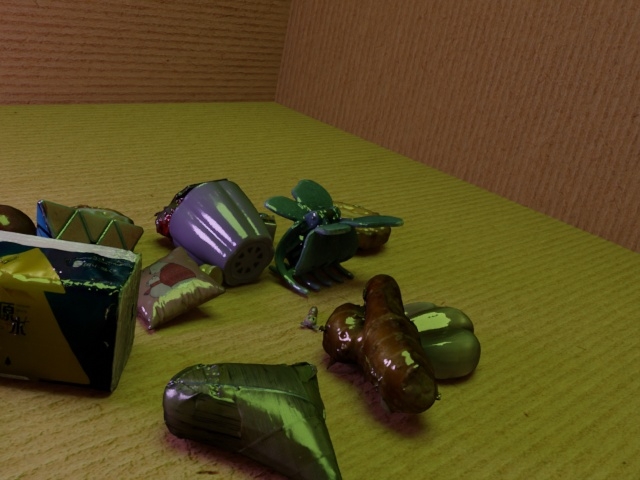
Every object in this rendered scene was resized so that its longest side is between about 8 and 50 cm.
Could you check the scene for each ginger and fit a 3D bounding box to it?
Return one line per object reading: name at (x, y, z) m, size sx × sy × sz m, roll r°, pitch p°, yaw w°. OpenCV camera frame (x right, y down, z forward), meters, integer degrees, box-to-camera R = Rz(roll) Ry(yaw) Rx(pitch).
ginger at (0.132, 0.268, 1.760) m, size 0.176 × 0.254 × 0.418 m, roll 47°, pitch 11°, yaw -38°

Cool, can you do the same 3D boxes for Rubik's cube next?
Rubik's cube at (-0.616, 0.035, 1.888) m, size 0.228 × 0.228 × 0.233 m, roll 26°, pitch 6°, yaw -4°

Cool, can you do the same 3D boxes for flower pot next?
flower pot at (-0.389, -0.106, 2.467) m, size 0.084 × 0.178 × 0.251 m, roll 49°, pitch 34°, yaw 17°
flower pot at (-0.272, -0.003, 2.173) m, size 0.265 × 0.265 × 0.243 m, roll -9°, pitch 43°, yaw -42°

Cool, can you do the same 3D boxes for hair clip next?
hair clip at (0.000, 0.000, 2.265) m, size 0.392 × 0.238 × 0.318 m, roll 25°, pitch 24°, yaw 29°

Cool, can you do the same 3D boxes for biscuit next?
biscuit at (0.089, -0.050, 2.629) m, size 0.326 × 0.107 × 0.325 m, roll 13°, pitch 22°, yaw -5°

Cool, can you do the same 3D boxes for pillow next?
pillow at (-0.396, 0.123, 1.926) m, size 0.236 × 0.084 × 0.223 m, roll -32°, pitch 48°, yaw -29°

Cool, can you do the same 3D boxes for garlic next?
garlic at (0.293, 0.254, 1.954) m, size 0.325 × 0.132 × 0.279 m, roll -2°, pitch 33°, yaw -19°

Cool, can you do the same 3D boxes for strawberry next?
strawberry at (-0.393, -0.038, 2.315) m, size 0.237 × 0.190 × 0.111 m, roll 17°, pitch 44°, yaw -50°

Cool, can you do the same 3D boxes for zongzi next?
zongzi at (-0.127, 0.377, 1.406) m, size 0.323 × 0.159 × 0.360 m, roll -1°, pitch 31°, yaw -16°

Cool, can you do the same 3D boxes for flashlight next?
flashlight at (-0.023, 0.207, 2.025) m, size 0.052 × 0.031 × 0.110 m, roll 13°, pitch 21°, yaw 3°

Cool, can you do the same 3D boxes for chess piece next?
chess piece at (-0.365, 0.099, 2.060) m, size 0.171 × 0.094 × 0.094 m, roll 12°, pitch 20°, yaw 22°

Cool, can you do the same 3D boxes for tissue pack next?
tissue pack at (-0.612, 0.138, 1.575) m, size 0.417 × 0.264 × 0.253 m, roll 10°, pitch 23°, yaw -5°

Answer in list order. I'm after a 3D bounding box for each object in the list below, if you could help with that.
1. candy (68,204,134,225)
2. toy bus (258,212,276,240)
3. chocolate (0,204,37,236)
candy at (-0.659, -0.013, 2.127) m, size 0.260 × 0.117 × 0.260 m, roll 9°, pitch 24°, yaw -4°
toy bus at (-0.242, -0.042, 2.453) m, size 0.182 × 0.091 × 0.103 m, roll 8°, pitch 21°, yaw -15°
chocolate at (-0.844, -0.024, 2.007) m, size 0.177 × 0.176 × 0.176 m, roll 10°, pitch 22°, yaw -4°
